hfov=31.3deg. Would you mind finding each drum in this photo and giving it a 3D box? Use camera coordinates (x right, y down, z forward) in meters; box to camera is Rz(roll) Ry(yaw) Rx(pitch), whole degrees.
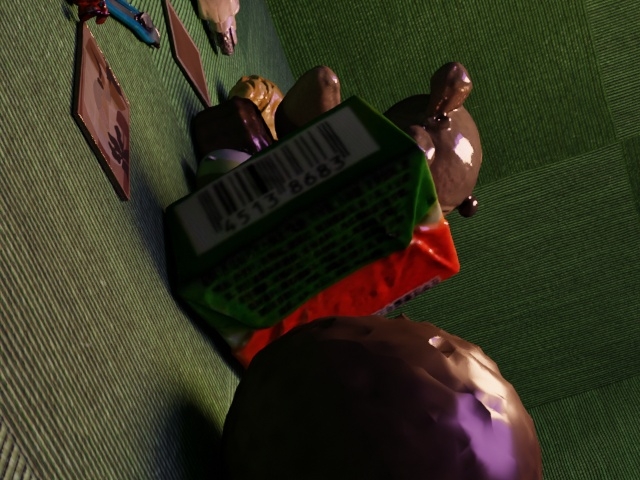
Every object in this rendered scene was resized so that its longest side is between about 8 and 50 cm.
[{"bbox_3d":[-0.086,-0.107,1.708,0.130,0.253,0.049,37,53,-32],"label":"drum"}]

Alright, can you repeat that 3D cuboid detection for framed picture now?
[{"bbox_3d":[-0.235,-0.328,2.015,0.183,0.011,0.142,59,15,-62],"label":"framed picture"},{"bbox_3d":[-0.259,-0.157,1.362,0.201,0.010,0.136,-101,172,-48],"label":"framed picture"}]

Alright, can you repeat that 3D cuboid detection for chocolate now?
[{"bbox_3d":[-0.012,0.005,1.592,0.161,0.360,0.341,58,-2,33],"label":"chocolate"}]

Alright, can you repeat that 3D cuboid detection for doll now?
[{"bbox_3d":[0.087,-0.143,1.874,0.382,0.378,0.252,105,7,-62],"label":"doll"}]

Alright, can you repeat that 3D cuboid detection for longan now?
[{"bbox_3d":[0.073,0.269,1.352,0.391,0.391,0.391,-18,90,-84],"label":"longan"}]

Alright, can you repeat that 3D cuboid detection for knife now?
[{"bbox_3d":[-0.270,-0.318,1.632,0.296,0.026,0.044,1,83,-84],"label":"knife"}]

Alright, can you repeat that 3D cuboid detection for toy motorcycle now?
[{"bbox_3d":[-0.223,-0.561,2.329,0.223,0.108,0.341,70,10,-78],"label":"toy motorcycle"}]

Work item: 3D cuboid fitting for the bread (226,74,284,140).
[{"bbox_3d":[-0.103,-0.211,2.302,0.152,0.130,0.268,-91,161,-55],"label":"bread"}]

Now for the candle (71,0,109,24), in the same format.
[{"bbox_3d":[-0.319,-0.417,1.403,0.051,0.048,0.329,-30,-106,54],"label":"candle"}]

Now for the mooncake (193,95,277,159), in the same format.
[{"bbox_3d":[-0.124,-0.130,1.924,0.228,0.124,0.228,-20,90,-84],"label":"mooncake"}]
